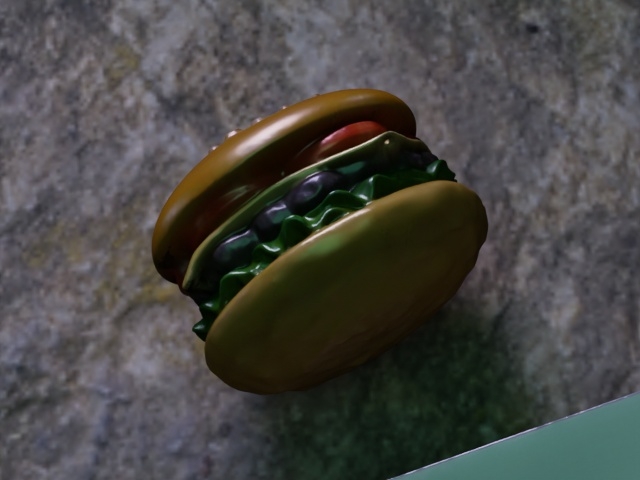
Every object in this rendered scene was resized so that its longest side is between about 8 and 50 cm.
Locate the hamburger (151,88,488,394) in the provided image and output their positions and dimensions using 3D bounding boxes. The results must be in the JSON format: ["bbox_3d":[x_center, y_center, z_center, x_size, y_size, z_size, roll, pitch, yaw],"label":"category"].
[{"bbox_3d":[0.000,0.000,0.948,0.162,0.162,0.115,-30,73,-3],"label":"hamburger"}]

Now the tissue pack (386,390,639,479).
[{"bbox_3d":[0.076,0.172,0.892,0.246,0.159,0.136,-19,75,-1],"label":"tissue pack"}]
